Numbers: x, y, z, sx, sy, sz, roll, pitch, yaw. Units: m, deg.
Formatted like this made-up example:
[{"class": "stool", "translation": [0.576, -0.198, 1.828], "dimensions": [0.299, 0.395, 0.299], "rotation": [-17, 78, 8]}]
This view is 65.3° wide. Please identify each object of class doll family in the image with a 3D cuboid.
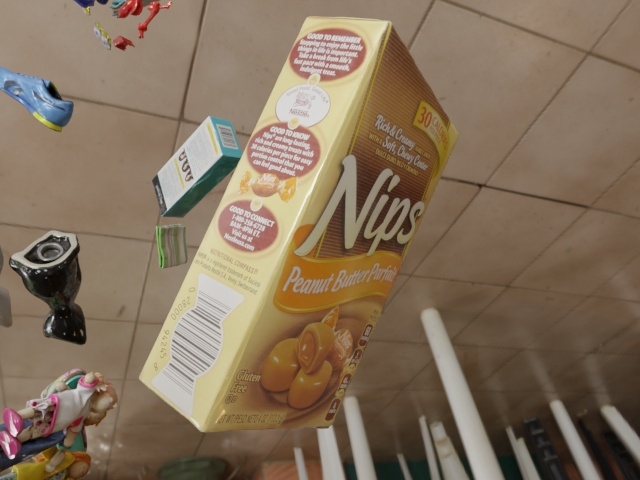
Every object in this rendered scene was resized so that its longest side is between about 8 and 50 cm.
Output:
[{"class": "doll family", "translation": [-0.356, 0.275, 0.656], "dimensions": [0.163, 0.118, 0.263], "rotation": [-4, 112, -61]}]

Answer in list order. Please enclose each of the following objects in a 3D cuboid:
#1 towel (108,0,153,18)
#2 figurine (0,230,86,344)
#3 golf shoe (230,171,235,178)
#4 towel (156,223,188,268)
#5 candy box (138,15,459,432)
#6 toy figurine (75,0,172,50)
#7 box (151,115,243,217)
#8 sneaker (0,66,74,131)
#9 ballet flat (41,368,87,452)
[{"class": "towel", "translation": [-0.311, -0.641, 1.171], "dimensions": [0.370, 0.271, 0.040], "rotation": [-2, 125, 45]}, {"class": "figurine", "translation": [-0.482, 0.076, 0.793], "dimensions": [0.215, 0.092, 0.209], "rotation": [13, 129, 2]}, {"class": "golf shoe", "translation": [-0.094, -0.084, 1.023], "dimensions": [0.198, 0.077, 0.094], "rotation": [9, 102, -22]}, {"class": "towel", "translation": [-0.390, 0.013, 1.325], "dimensions": [0.023, 0.113, 0.152], "rotation": [-6, -177, 7]}, {"class": "candy box", "translation": [0.000, 0.000, 0.436], "dimensions": [0.183, 0.087, 0.316], "rotation": [29, 85, -55]}, {"class": "toy figurine", "translation": [-0.493, -0.582, 0.985], "dimensions": [0.191, 0.362, 0.217], "rotation": [-30, 177, 15]}, {"class": "box", "translation": [-0.271, -0.151, 1.079], "dimensions": [0.244, 0.100, 0.060], "rotation": [-34, 157, 35]}, {"class": "sneaker", "translation": [-0.608, -0.320, 1.061], "dimensions": [0.082, 0.209, 0.069], "rotation": [-54, 171, 10]}, {"class": "ballet flat", "translation": [-0.438, 0.294, 0.848], "dimensions": [0.077, 0.079, 0.221], "rotation": [-16, 128, -44]}]
